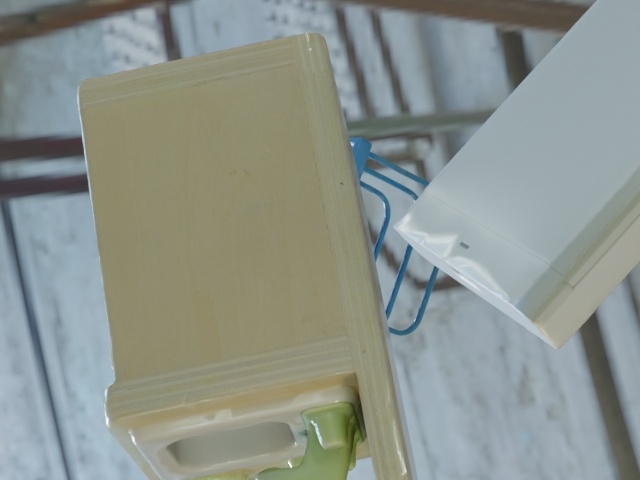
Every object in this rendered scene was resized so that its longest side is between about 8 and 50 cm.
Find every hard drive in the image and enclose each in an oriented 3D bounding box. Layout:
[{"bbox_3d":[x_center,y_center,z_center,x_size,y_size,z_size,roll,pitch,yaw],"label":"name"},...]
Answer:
[{"bbox_3d":[0.187,-0.089,1.054,0.040,0.307,0.203,43,178,-23],"label":"hard drive"}]

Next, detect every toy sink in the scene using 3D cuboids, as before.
[{"bbox_3d":[-0.034,0.046,0.898,0.153,0.131,0.234,71,-173,-69],"label":"toy sink"}]

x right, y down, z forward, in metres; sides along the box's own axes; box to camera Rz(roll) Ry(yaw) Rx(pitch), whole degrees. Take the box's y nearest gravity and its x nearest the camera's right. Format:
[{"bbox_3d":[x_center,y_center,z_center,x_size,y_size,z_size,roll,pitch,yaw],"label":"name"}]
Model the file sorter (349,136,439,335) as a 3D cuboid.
[{"bbox_3d":[0.000,0.000,1.355,0.170,0.104,0.118,3,71,56],"label":"file sorter"}]
